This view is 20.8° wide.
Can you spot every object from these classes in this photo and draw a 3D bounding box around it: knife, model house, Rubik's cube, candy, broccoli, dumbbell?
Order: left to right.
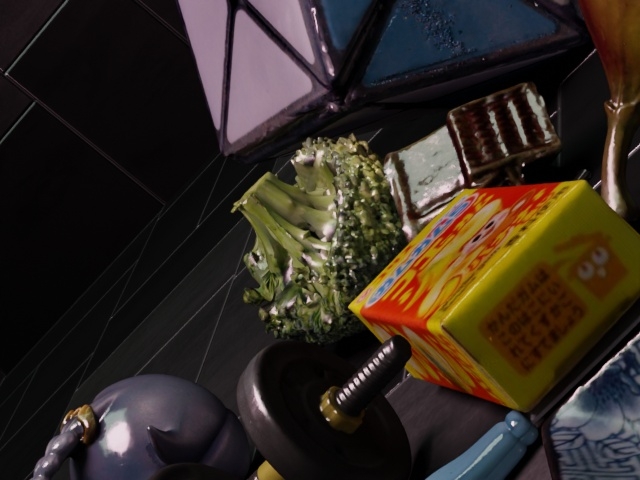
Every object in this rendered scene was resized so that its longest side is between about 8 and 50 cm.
[{"bbox_3d":[-0.039,0.181,1.283,0.325,0.143,0.143,-49,11,26],"label":"dumbbell"},{"bbox_3d":[0.003,0.002,1.641,0.198,0.176,0.226,-58,-13,19],"label":"broccoli"},{"bbox_3d":[0.047,-0.267,1.737,0.307,0.305,0.310,-15,-6,-25],"label":"Rubik's cube"},{"bbox_3d":[0.140,-0.046,1.451,0.152,0.106,0.165,-32,55,23],"label":"model house"},{"bbox_3d":[0.123,0.034,1.242,0.146,0.088,0.276,-46,8,-6],"label":"candy"},{"bbox_3d":[0.149,0.103,1.154,0.244,0.032,0.058,-46,5,0],"label":"knife"}]

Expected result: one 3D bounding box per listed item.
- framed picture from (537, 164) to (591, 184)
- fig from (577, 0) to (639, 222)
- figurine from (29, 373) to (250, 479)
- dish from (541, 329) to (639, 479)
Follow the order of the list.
[{"bbox_3d":[0.136,0.014,1.500,0.199,0.010,0.195,-52,12,-4],"label":"framed picture"},{"bbox_3d":[0.249,-0.163,1.247,0.217,0.217,0.320,-161,92,-77],"label":"fig"},{"bbox_3d":[-0.166,0.242,1.569,0.175,0.197,0.265,-4,30,21],"label":"figurine"},{"bbox_3d":[0.223,0.070,0.839,0.243,0.080,0.182,-45,13,15],"label":"dish"}]
